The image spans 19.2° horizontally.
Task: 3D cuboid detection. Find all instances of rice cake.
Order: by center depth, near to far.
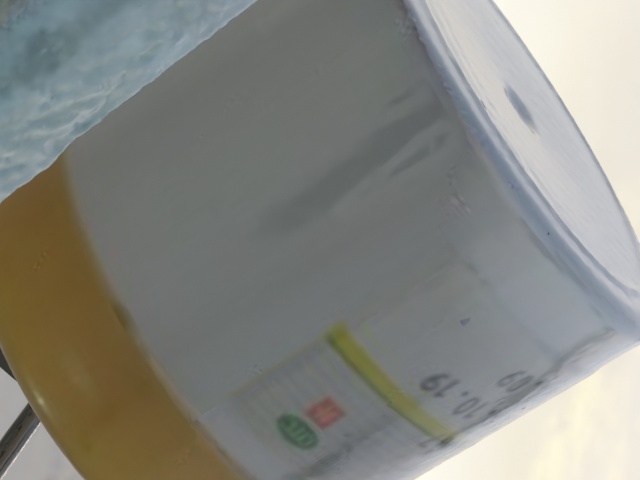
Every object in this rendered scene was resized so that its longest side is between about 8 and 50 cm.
[{"bbox_3d":[-0.103,-0.045,0.516,0.063,0.206,0.069,51,-4,33],"label":"rice cake"}]

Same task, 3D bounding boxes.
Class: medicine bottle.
[{"bbox_3d":[0.000,0.000,0.862,0.232,0.238,0.238,-32,-155,17],"label":"medicine bottle"}]

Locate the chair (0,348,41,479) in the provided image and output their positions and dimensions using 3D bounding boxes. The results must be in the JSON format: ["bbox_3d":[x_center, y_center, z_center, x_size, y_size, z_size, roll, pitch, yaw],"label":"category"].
[{"bbox_3d":[-0.126,0.102,1.066,0.272,0.188,0.166,-53,155,-3],"label":"chair"}]
